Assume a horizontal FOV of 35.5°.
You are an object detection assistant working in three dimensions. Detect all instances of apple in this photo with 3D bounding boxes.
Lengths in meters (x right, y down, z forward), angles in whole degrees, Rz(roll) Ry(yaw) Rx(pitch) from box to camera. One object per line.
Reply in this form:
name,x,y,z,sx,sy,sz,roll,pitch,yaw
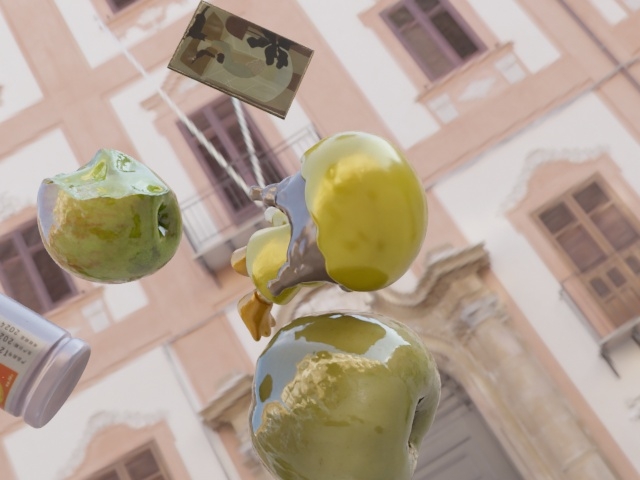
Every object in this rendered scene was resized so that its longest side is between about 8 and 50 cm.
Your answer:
apple,0.030,0.216,1.311,0.262,0.262,0.262,-25,-27,-14
apple,-0.363,-0.043,1.770,0.226,0.246,0.246,3,-8,32

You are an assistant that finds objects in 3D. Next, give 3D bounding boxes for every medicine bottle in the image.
medicine bottle,-0.441,0.132,1.321,0.133,0.250,0.133,-59,-2,-3

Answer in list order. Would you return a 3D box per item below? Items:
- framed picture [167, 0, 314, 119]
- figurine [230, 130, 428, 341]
framed picture,-0.124,-0.288,1.588,0.010,0.201,0.136,123,170,-67
figurine,0.000,0.000,1.359,0.187,0.215,0.344,-4,-26,-45
